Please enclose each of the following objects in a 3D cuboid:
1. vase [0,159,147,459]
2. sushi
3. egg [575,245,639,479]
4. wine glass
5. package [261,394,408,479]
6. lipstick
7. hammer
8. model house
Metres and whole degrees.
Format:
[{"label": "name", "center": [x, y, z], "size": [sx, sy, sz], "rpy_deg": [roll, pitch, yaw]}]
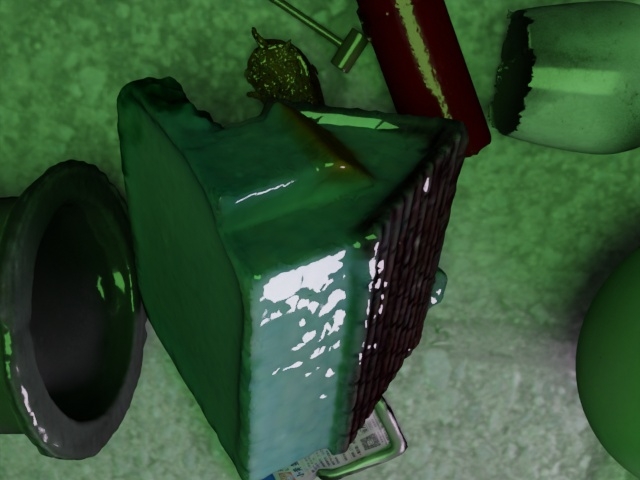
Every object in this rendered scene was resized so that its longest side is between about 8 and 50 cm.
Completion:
[{"label": "vase", "center": [-0.323, 0.059, 0.601], "size": [0.291, 0.245, 0.245], "rpy_deg": [-2, 108, 9]}, {"label": "sushi", "center": [-0.028, -0.129, 0.615], "size": [0.061, 0.060, 0.118], "rpy_deg": [-38, 103, 16]}, {"label": "egg", "center": [0.344, 0.090, 0.605], "size": [0.220, 0.220, 0.270], "rpy_deg": [29, 100, -9]}, {"label": "wine glass", "center": [0.269, -0.129, 0.585], "size": [0.241, 0.126, 0.127], "rpy_deg": [3, 108, -4]}, {"label": "package", "center": [-0.016, 0.179, 0.733], "size": [0.173, 0.027, 0.171], "rpy_deg": [-21, 110, 5]}, {"label": "lipstick", "center": [0.065, -0.197, 0.589], "size": [0.073, 0.073, 0.280], "rpy_deg": [-22, 107, 6]}, {"label": "hammer", "center": [-0.012, -0.190, 0.618], "size": [0.110, 0.019, 0.035], "rpy_deg": [32, 105, -8]}, {"label": "model house", "center": [0.000, 0.000, 0.584], "size": [0.248, 0.230, 0.281], "rpy_deg": [-21, 139, -27]}]
